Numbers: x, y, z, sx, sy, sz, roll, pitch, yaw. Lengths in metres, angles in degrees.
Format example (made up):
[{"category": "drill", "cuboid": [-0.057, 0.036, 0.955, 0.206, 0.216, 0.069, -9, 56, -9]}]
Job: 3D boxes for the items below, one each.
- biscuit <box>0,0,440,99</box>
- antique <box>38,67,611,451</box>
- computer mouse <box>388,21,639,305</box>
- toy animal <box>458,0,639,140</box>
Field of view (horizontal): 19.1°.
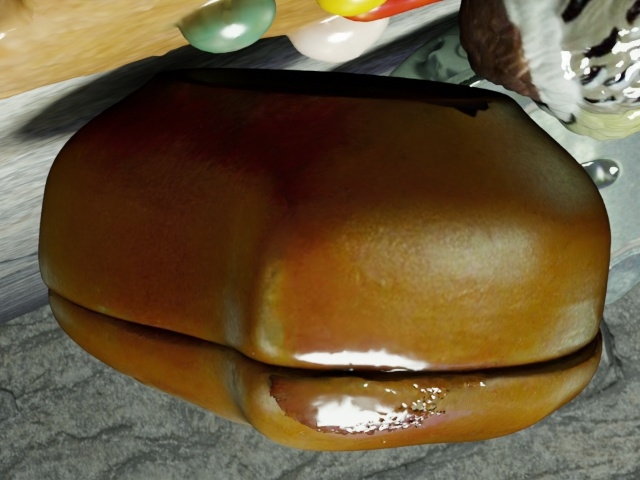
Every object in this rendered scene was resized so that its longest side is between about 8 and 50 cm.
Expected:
[{"category": "biscuit", "cuboid": [0.031, -0.087, 0.463, 0.205, 0.049, 0.324, -23, -179, 44]}, {"category": "antique", "cuboid": [0.000, 0.000, 0.762, 0.224, 0.129, 0.278, 2, -171, -7]}, {"category": "computer mouse", "cuboid": [0.171, -0.076, 1.095, 0.389, 0.115, 0.199, -17, 135, -7]}, {"category": "toy animal", "cuboid": [0.109, -0.096, 0.696, 0.098, 0.098, 0.137, -22, 164, -39]}]
